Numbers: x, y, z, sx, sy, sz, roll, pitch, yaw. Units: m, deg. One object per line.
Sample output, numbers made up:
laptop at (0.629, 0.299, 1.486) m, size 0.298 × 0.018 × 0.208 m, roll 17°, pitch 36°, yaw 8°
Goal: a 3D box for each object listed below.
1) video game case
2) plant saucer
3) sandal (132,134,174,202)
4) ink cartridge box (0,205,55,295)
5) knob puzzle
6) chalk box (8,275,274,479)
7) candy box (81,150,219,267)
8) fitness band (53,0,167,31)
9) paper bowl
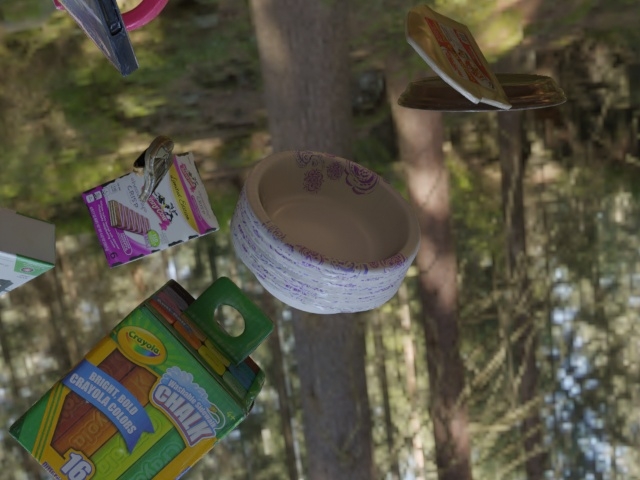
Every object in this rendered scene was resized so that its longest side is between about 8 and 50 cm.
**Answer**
video game case at (-0.264, -0.299, 1.191) m, size 0.026 × 0.274 × 0.196 m, roll -37°, pitch -112°, yaw -12°
plant saucer at (0.265, -0.246, 2.021) m, size 0.278 × 0.041 × 0.278 m, roll -2°, pitch -167°, yaw 1°
sandal at (-0.257, -0.117, 1.852) m, size 0.049 × 0.180 × 0.072 m, roll 33°, pitch -112°, yaw 3°
ink cartridge box at (-0.562, 0.026, 2.032) m, size 0.208 × 0.087 × 0.153 m, roll -26°, pitch 151°, yaw 35°
knob puzzle at (0.185, -0.273, 1.821) m, size 0.030 × 0.213 × 0.213 m, roll -42°, pitch -177°, yaw 30°
chalk box at (-0.187, 0.172, 1.457) m, size 0.289 × 0.180 × 0.179 m, roll -44°, pitch -178°, yaw 9°
candy box at (-0.321, -0.056, 2.308) m, size 0.233 × 0.159 × 0.071 m, roll -20°, pitch -177°, yaw 31°
fitness band at (-0.345, -0.470, 1.929) m, size 0.209 × 0.291 × 0.054 m, roll -22°, pitch -179°, yaw 7°
paper bowl at (0.000, 0.000, 1.899) m, size 0.284 × 0.148 × 0.284 m, roll 14°, pitch -141°, yaw -12°
